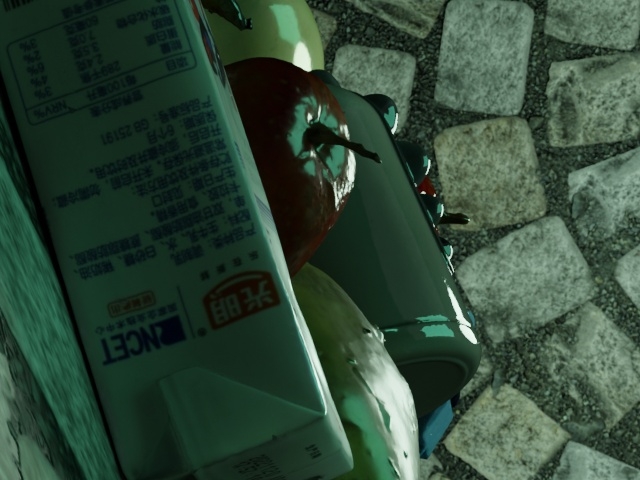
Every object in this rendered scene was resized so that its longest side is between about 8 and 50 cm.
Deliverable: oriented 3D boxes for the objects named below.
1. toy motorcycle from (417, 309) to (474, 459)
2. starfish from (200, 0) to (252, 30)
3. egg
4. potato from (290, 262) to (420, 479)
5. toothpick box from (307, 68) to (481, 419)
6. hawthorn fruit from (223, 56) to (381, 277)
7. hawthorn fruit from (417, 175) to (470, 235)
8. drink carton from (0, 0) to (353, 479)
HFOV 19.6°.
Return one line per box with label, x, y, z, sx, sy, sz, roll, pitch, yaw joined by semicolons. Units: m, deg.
toy motorcycle;0.081;0.203;1.877;0.172;0.232;0.416;73;-2;-57
starfish;-0.176;-0.301;1.216;0.347;0.078;0.358;18;49;-50
egg;-0.089;-0.193;2.079;0.188;0.188;0.254;-110;-170;-56
potato;-0.002;0.137;1.301;0.191;0.141;0.296;65;7;-50
toothpick box;0.000;0.000;1.579;0.229;0.229;0.316;68;1;-67
hawthorn fruit;-0.038;-0.053;1.224;0.162;0.203;0.162;33;41;-35
hawthorn fruit;0.016;-0.013;1.845;0.224;0.261;0.224;-15;90;-84
drink carton;-0.081;-0.020;0.942;0.130;0.106;0.315;64;6;-70
